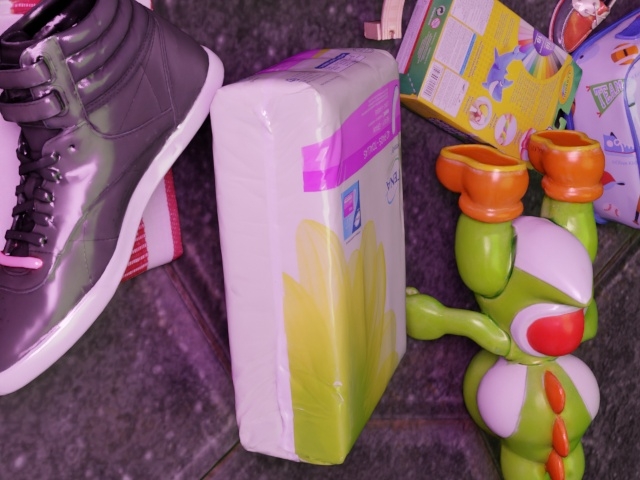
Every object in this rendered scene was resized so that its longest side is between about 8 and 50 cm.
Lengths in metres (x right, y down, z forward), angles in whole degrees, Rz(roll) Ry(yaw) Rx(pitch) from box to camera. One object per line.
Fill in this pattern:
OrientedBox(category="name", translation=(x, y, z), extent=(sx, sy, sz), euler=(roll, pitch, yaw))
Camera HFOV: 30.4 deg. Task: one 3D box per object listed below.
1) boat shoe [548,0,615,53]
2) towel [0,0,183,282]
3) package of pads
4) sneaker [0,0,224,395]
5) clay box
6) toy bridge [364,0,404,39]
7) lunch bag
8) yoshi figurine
OrientedBox(category="boat shoe", translation=(0.289, -0.253, 1.254), extent=(0.137, 0.043, 0.049), euler=(-57, 132, -14))
OrientedBox(category="towel", translation=(-0.245, -0.050, 0.835), extent=(0.329, 0.037, 0.237), euler=(-19, 113, -37))
OrientedBox(category="package of pads", translation=(0.000, 0.000, 0.963), extent=(0.229, 0.101, 0.296), euler=(-45, 134, -67))
OrientedBox(category="sneaker", translation=(-0.189, -0.050, 0.800), extent=(0.147, 0.104, 0.296), euler=(43, 67, -41))
OrientedBox(category="clay box", translation=(0.168, -0.158, 1.162), extent=(0.222, 0.053, 0.127), euler=(25, 84, -43))
OrientedBox(category="toy bridge", translation=(0.059, -0.270, 1.030), extent=(0.026, 0.063, 0.188), euler=(-8, 106, -21))
OrientedBox(category="lunch bag", translation=(0.404, -0.165, 1.332), extent=(0.303, 0.115, 0.243), euler=(-34, 119, -30))
OrientedBox(category="yoshi figurine", translation=(0.195, 0.074, 1.179), extent=(0.203, 0.203, 0.362), euler=(-32, 121, -58))
